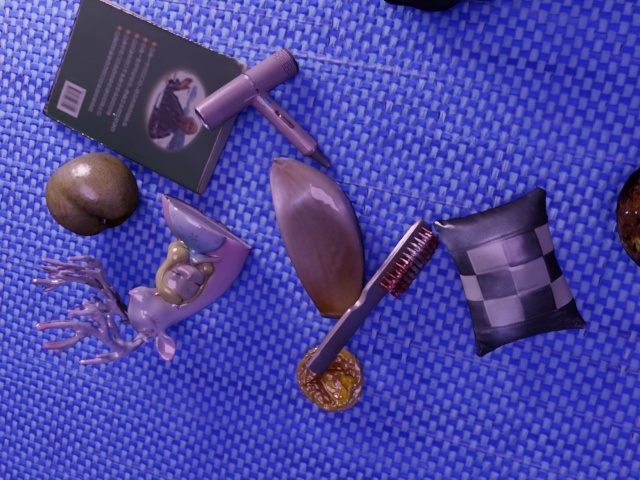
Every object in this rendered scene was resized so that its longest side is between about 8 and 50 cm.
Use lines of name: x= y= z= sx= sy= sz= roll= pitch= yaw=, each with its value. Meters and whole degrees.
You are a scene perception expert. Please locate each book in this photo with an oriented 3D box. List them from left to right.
book: x=-0.335 y=-0.282 z=1.088 sx=0.371 sy=0.043 sz=0.260 roll=28 pitch=103 yaw=10

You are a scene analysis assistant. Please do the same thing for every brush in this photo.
brush: x=0.096 y=0.106 z=0.982 sx=0.050 sy=0.060 sz=0.321 roll=38 pitch=90 yaw=36

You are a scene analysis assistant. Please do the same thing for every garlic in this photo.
garlic: x=0.008 y=-0.003 z=1.002 sx=0.143 sy=0.112 sz=0.318 roll=-12 pitch=100 yaw=23

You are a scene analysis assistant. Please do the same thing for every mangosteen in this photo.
mangosteen: x=0.559 y=-0.040 z=0.850 sx=0.217 sy=0.192 sz=0.192 roll=-16 pitch=92 yaw=-10

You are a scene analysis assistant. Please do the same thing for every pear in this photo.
pear: x=-0.422 y=-0.083 z=1.064 sx=0.167 sy=0.167 sz=0.136 roll=-31 pitch=86 yaw=14

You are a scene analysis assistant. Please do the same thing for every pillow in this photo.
pillow: x=0.310 y=0.056 z=0.943 sx=0.186 sy=0.106 sz=0.249 roll=-17 pitch=96 yaw=14

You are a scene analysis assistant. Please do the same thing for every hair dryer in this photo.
hair dryer: x=-0.083 y=-0.195 z=1.016 sx=0.195 sy=0.054 sz=0.220 roll=-35 pitch=102 yaw=-10

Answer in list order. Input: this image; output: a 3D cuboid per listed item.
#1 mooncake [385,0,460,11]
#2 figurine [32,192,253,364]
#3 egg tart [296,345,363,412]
mooncake: x=0.194 y=-0.540 z=0.853 sx=0.351 sy=0.212 sz=0.381 roll=27 pitch=100 yaw=4
figurine: x=-0.325 y=0.069 z=1.019 sx=0.206 sy=0.284 sz=0.315 roll=31 pitch=90 yaw=52
egg tart: x=0.019 y=0.252 z=1.056 sx=0.130 sy=0.052 sz=0.130 roll=1 pitch=96 yaw=11
